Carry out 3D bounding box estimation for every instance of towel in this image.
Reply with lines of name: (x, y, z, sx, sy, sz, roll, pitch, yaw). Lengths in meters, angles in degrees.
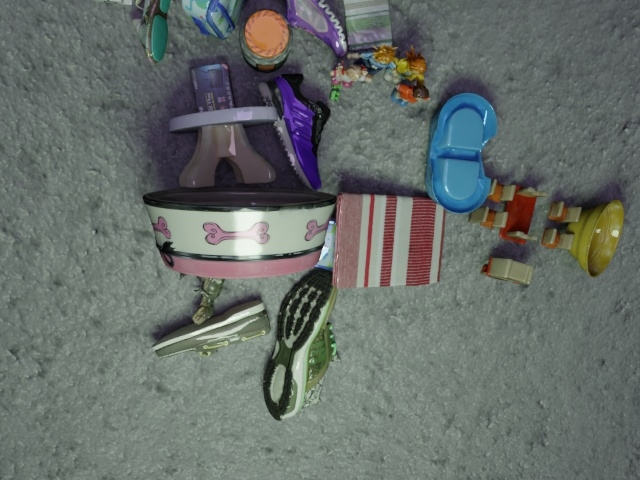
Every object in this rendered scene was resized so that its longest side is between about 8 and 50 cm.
towel: (0.181, 0.001, 1.269, 0.329, 0.037, 0.237, 1, 97, -27)
towel: (0.113, -0.548, 1.205, 0.113, 0.023, 0.152, -10, 101, -8)

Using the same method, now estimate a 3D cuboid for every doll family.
doll family: (0.153, -0.405, 1.156, 0.263, 0.163, 0.118, 10, 96, -16)

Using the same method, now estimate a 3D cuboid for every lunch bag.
lunch bag: (0.000, 0.000, 1.265, 0.151, 0.096, 0.129, 11, 100, -20)
lunch bag: (-0.218, -0.535, 1.060, 0.090, 0.219, 0.176, 26, 97, -6)

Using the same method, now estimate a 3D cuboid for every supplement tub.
supplement tub: (-0.122, -0.446, 1.105, 0.117, 0.190, 0.117, -2, 102, -8)

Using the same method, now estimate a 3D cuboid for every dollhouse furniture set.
dollhouse furniture set: (0.524, -0.019, 1.336, 0.262, 0.135, 0.259, 16, 88, -11)

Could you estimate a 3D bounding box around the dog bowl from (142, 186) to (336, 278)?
dog bowl: (-0.169, -0.028, 1.076, 0.407, 0.408, 0.150, 0, 101, -8)

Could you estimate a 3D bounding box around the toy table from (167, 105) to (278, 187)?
toy table: (-0.221, -0.207, 1.126, 0.274, 0.252, 0.161, 2, 101, 37)

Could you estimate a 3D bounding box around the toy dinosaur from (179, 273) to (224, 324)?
toy dinosaur: (-0.287, 0.075, 1.262, 0.118, 0.064, 0.268, 25, 87, -7)

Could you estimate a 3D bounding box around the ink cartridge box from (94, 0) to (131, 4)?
ink cartridge box: (-0.474, -0.565, 1.116, 0.083, 0.028, 0.048, 2, 102, -8)

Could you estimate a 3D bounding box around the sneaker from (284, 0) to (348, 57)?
sneaker: (-0.026, -0.525, 1.159, 0.104, 0.095, 0.236, -35, 99, 8)

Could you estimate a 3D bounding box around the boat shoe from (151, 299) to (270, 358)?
boat shoe: (-0.279, 0.248, 1.274, 0.305, 0.109, 0.091, -20, 99, -7)

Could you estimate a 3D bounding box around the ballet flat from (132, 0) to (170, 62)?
ballet flat: (-0.385, -0.518, 1.123, 0.079, 0.077, 0.222, 12, 96, 9)

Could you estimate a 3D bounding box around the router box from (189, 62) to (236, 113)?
router box: (-0.257, -0.358, 1.184, 0.092, 0.038, 0.122, -10, 103, -5)

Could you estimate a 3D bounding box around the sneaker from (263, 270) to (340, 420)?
sneaker: (-0.019, 0.277, 1.327, 0.182, 0.158, 0.410, 12, 100, -42)

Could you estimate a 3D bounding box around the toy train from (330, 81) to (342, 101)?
toy train: (0.041, -0.389, 1.229, 0.023, 0.017, 0.083, 11, 100, 1)

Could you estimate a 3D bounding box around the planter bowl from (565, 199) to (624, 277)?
planter bowl: (0.733, -0.015, 1.345, 0.217, 0.090, 0.217, -17, 117, -37)

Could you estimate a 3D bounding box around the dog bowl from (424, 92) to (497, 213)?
dog bowl: (0.351, -0.219, 1.261, 0.165, 0.074, 0.297, 3, 95, -16)

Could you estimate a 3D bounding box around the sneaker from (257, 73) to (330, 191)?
sneaker: (-0.033, -0.268, 1.201, 0.146, 0.102, 0.293, -24, 104, -3)
